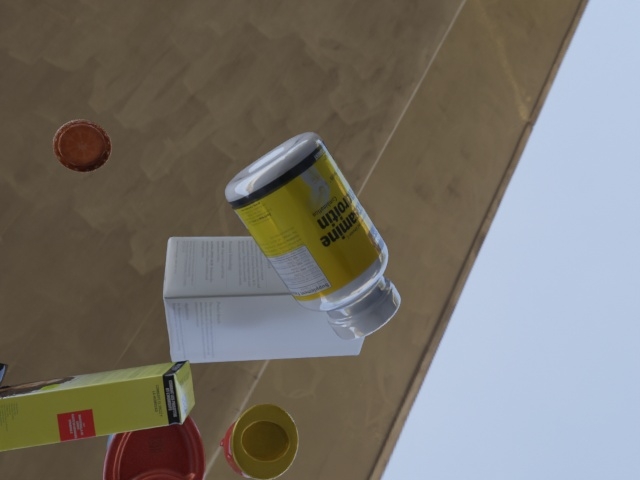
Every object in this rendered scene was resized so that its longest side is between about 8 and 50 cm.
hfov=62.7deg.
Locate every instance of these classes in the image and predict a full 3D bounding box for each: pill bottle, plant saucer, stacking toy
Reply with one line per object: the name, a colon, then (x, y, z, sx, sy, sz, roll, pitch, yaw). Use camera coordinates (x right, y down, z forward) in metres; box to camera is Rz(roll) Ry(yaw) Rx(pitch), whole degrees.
pill bottle: (0.000, 0.000, 0.496, 0.103, 0.103, 0.184, -42, -71, -25)
plant saucer: (-0.367, -0.146, 0.811, 0.083, 0.013, 0.084, -16, -56, -25)
stacking toy: (-0.207, 0.408, 0.864, 0.308, 0.130, 0.280, 14, -115, -23)

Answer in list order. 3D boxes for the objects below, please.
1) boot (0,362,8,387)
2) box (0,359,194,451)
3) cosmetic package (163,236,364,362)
boot: (-0.576, 0.266, 0.655, 0.347, 0.131, 0.261, 1, -108, 19)
box: (-0.264, 0.181, 0.579, 0.232, 0.087, 0.058, -7, -92, -5)
cosmetic package: (-0.099, 0.115, 1.026, 0.384, 0.217, 0.156, 0, -135, -12)
